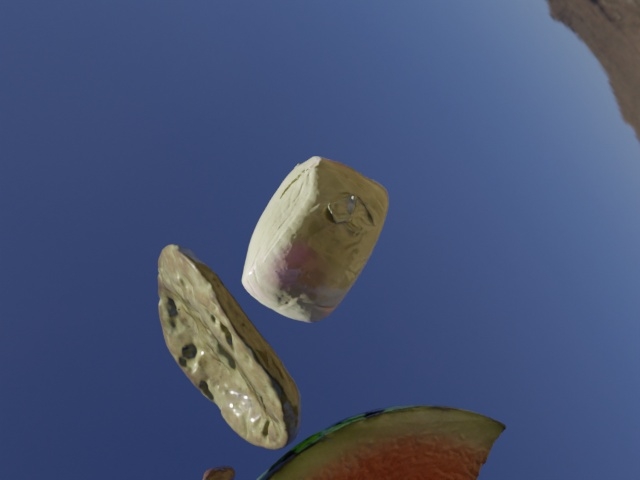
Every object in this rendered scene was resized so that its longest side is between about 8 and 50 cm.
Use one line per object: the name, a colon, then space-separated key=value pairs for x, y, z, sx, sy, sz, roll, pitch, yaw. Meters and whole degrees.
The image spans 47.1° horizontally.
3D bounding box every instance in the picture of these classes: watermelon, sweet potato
watermelon: x=0.044 y=0.167 z=0.530 sx=0.137 sy=0.145 sz=0.193 roll=24 pitch=176 yaw=39
sweet potato: x=-0.204 y=0.463 z=1.414 sx=0.049 sy=0.049 sz=0.117 roll=61 pitch=-166 yaw=15

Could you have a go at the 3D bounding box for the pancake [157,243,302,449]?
pancake: x=-0.098 y=0.103 z=0.750 sx=0.050 sy=0.242 sz=0.241 roll=-33 pitch=-95 yaw=-29

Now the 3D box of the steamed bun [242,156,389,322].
steamed bun: x=0.000 y=0.000 z=1.059 sx=0.170 sy=0.238 sz=0.153 roll=30 pitch=172 yaw=-18
